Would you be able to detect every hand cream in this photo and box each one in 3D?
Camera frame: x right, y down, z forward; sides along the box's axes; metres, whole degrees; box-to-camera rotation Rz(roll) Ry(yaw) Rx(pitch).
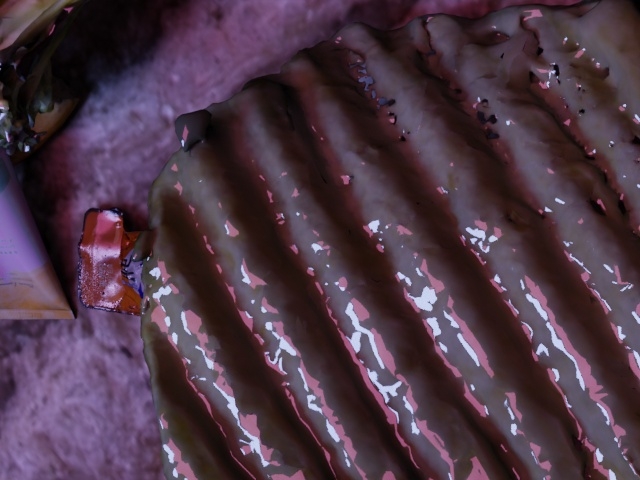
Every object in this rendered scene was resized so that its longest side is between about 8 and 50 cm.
[{"bbox_3d":[-0.240,-0.014,1.443,0.076,0.047,0.174,0,121,28],"label":"hand cream"}]

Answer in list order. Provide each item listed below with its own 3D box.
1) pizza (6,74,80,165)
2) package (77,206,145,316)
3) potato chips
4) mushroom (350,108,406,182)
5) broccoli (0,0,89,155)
[{"bbox_3d":[-0.301,-0.100,1.488,0.246,0.058,0.127,14,97,24],"label":"pizza"},{"bbox_3d":[-0.136,0.019,1.423,0.111,0.033,0.077,9,119,40],"label":"package"},{"bbox_3d":[0.072,0.017,1.213,0.373,0.097,0.389,-7,69,1],"label":"potato chips"},{"bbox_3d":[-0.003,-0.001,1.346,0.059,0.054,0.202,38,111,20],"label":"mushroom"},{"bbox_3d":[-0.148,-0.241,1.336,0.361,0.221,0.252,-34,59,-2],"label":"broccoli"}]
